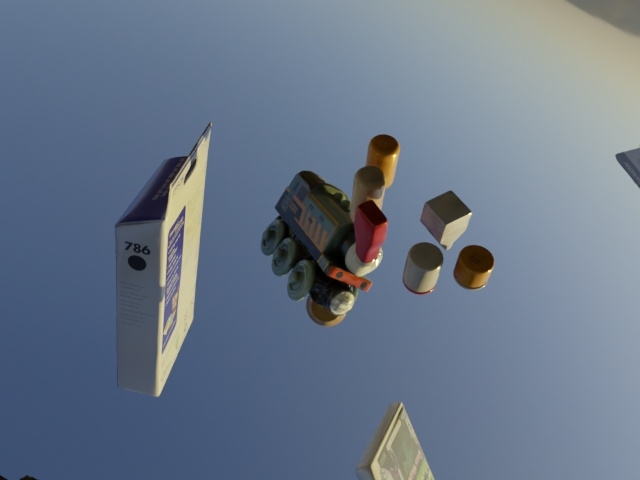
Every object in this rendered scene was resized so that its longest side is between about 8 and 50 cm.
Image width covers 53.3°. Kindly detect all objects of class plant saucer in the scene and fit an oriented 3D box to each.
[{"bbox_3d":[0.012,0.131,1.265,0.083,0.083,0.015,33,-173,3],"label":"plant saucer"}]

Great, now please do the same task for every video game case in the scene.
[{"bbox_3d":[0.104,0.300,0.741,0.173,0.022,0.190,67,-162,0],"label":"video game case"}]

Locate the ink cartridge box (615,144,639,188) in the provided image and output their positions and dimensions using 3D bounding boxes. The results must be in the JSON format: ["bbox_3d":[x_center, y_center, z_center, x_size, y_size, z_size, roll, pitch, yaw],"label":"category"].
[{"bbox_3d":[0.482,-0.022,0.621,0.309,0.130,0.272,52,180,-1],"label":"ink cartridge box"}]

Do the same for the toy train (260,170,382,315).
[{"bbox_3d":[0.000,0.000,1.202,0.142,0.190,0.334,23,-165,-31],"label":"toy train"}]

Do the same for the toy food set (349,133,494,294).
[{"bbox_3d":[0.102,-0.010,0.773,0.111,0.104,0.232,-26,-121,-20],"label":"toy food set"}]

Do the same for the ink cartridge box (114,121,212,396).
[{"bbox_3d":[-0.200,0.024,0.805,0.065,0.332,0.165,14,-146,0],"label":"ink cartridge box"}]

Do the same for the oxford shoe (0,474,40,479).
[{"bbox_3d":[-0.353,0.264,0.614,0.227,0.082,0.096,9,-150,20],"label":"oxford shoe"}]
